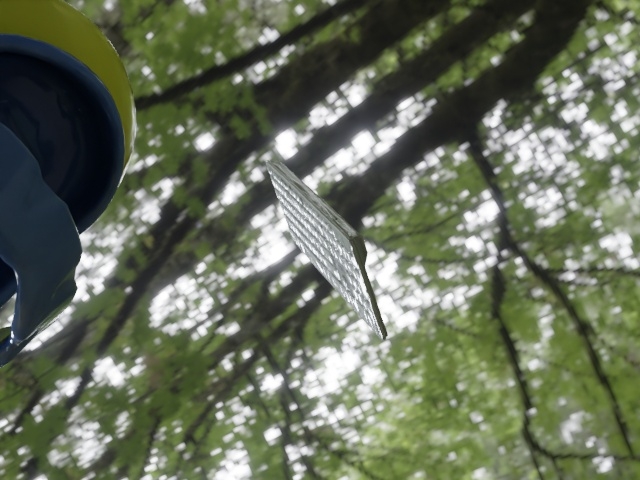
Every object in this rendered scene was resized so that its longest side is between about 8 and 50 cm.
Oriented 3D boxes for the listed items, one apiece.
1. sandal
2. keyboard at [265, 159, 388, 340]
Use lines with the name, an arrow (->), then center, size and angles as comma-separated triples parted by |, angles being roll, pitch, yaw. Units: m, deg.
sandal -> -0.191, 0.028, 0.419 | 0.317, 0.138, 0.126 | -35, -65, -6
keyboard -> 0.000, 0.000, 0.986 | 0.014, 0.256, 0.072 | -16, -72, -9
